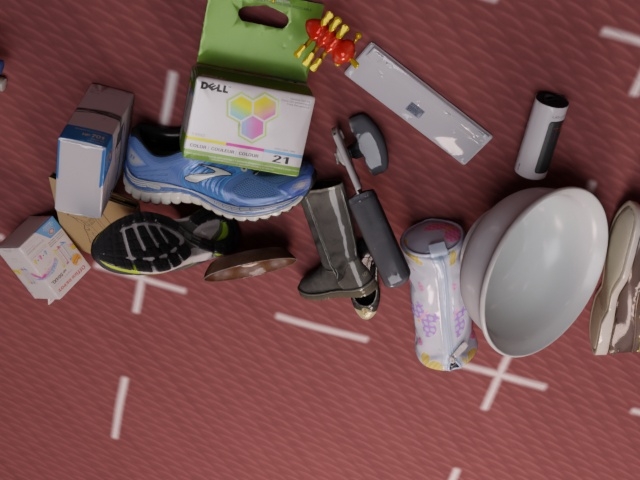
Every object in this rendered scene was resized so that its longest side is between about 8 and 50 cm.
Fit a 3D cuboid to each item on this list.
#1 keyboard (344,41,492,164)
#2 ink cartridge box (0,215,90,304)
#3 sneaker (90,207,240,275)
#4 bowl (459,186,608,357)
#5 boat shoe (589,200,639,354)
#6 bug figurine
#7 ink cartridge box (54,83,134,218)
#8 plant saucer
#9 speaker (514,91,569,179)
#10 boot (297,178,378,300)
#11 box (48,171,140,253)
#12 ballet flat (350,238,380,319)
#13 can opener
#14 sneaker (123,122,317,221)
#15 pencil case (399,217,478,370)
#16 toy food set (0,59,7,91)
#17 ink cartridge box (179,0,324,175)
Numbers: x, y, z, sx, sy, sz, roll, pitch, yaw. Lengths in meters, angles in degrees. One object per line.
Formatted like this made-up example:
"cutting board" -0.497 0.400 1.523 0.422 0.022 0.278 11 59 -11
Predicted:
"keyboard" 0.159 -0.218 1.722 0.256 0.014 0.072 35 127 -14
"ink cartridge box" -0.496 0.038 1.933 0.090 0.092 0.143 -1 130 46
"sneaker" -0.272 0.017 1.807 0.121 0.300 0.111 -28 76 37
"bowl" 0.325 0.032 1.753 0.134 0.298 0.297 31 139 44
"boat shoe" 0.530 0.068 1.797 0.097 0.116 0.324 3 128 2
"bug figurine" 0.038 -0.396 1.565 0.216 0.072 0.279 43 114 -4
"ink cartridge box" -0.369 -0.149 1.743 0.082 0.190 0.139 12 125 -1
"plant saucer" -0.126 0.040 1.875 0.168 0.168 0.029 -14 81 18
"speaker" 0.351 -0.167 1.698 0.055 0.055 0.136 12 124 1
"boot" 0.000 -0.001 1.852 0.190 0.076 0.208 -9 117 40
"box" -0.389 -0.029 1.873 0.164 0.021 0.201 19 147 8
"ballet flat" 0.077 0.074 1.908 0.058 0.049 0.173 3 124 8
"can opener" 0.096 -0.066 1.741 0.095 0.076 0.283 -24 93 9
"sneaker" -0.170 -0.128 1.764 0.330 0.129 0.147 6 127 5
"pencil case" 0.208 0.097 1.859 0.114 0.124 0.273 -3 122 12
"toy food set" -0.583 -0.240 1.762 0.105 0.111 0.232 17 122 -2
"ink cartridge box" -0.103 -0.246 1.637 0.189 0.097 0.255 8 112 -12
